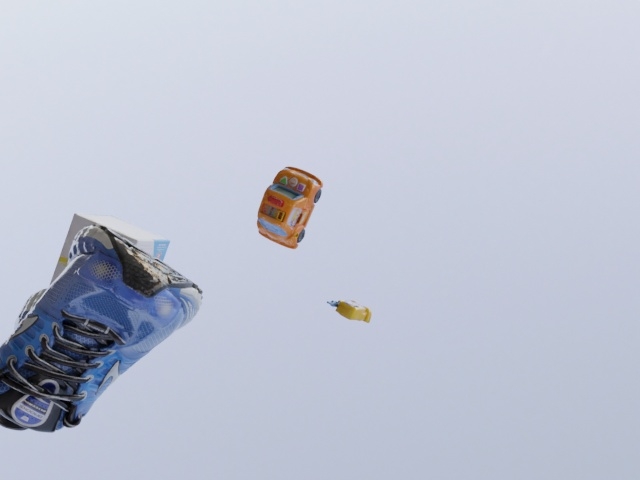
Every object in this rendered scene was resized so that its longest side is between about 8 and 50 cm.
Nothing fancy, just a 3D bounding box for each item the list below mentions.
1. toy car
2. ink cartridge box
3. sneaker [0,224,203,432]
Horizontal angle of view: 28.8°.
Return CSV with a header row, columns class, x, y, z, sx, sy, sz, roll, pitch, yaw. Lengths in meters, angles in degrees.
class,x,y,z,sx,sy,sz,roll,pitch,yaw
toy car,0.000,0.000,0.879,0.122,0.040,0.060,43,-79,19
ink cartridge box,-0.254,0.050,1.462,0.090,0.092,0.143,22,-83,17
sneaker,-0.213,0.100,1.105,0.330,0.130,0.147,-40,-159,54
